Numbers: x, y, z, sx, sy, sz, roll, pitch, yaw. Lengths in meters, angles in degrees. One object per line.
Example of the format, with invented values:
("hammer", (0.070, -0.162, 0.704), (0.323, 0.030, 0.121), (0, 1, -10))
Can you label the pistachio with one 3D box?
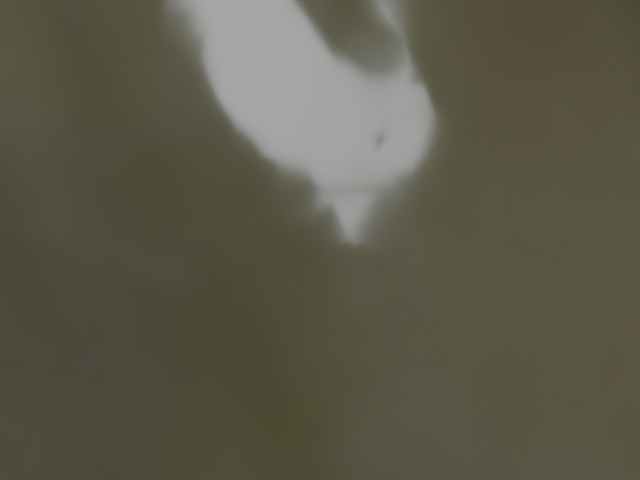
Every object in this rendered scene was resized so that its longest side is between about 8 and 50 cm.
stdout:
("pistachio", (0.000, 0.000, 0.525), (0.445, 0.281, 0.365), (49, 58, -32))
